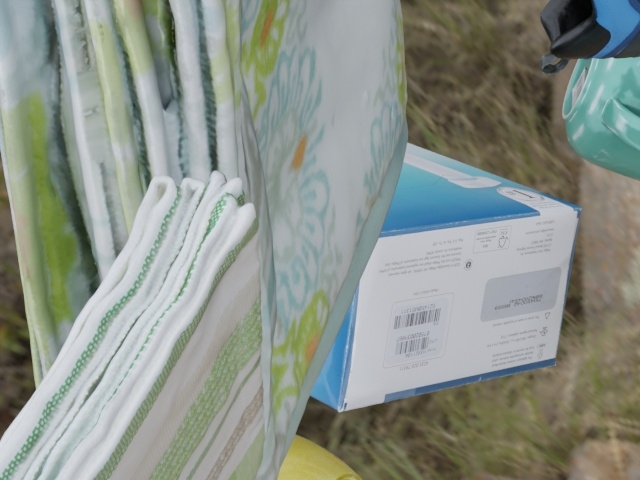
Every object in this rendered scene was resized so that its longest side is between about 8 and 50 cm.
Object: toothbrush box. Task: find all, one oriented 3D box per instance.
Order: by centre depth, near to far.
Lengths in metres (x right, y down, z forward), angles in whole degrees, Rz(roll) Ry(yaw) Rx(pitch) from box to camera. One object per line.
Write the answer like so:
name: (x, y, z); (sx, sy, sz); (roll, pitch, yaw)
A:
toothbrush box: (0.000, 0.000, 1.396); (0.295, 0.216, 0.126); (25, 113, 42)

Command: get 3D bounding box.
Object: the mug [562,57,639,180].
mug: (0.265, -0.123, 1.652); (0.097, 0.158, 0.129); (20, 80, -4)

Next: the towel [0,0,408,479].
towel: (-0.029, -0.089, 0.741); (0.090, 0.320, 0.374); (6, 37, 9)

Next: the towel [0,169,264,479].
towel: (-0.047, 0.062, 0.434); (0.023, 0.152, 0.113); (26, 65, 12)

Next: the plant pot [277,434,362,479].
plant pot: (-0.016, 0.224, 1.628); (0.095, 0.134, 0.134); (-1, 73, 39)

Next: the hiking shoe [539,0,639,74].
hiking shoe: (0.202, -0.247, 1.337); (0.132, 0.304, 0.113); (-13, 33, -2)
